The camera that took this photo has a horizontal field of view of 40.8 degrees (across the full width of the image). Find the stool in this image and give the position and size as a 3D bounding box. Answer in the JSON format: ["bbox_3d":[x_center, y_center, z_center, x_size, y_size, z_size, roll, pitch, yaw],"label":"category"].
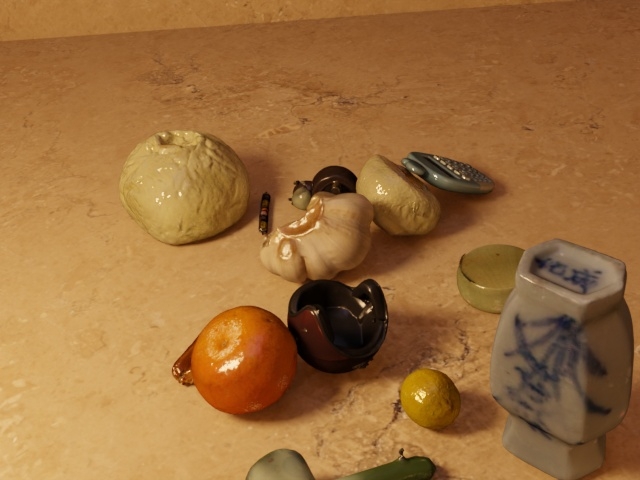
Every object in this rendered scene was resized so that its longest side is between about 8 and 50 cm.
[{"bbox_3d":[0.011,-0.117,2.233,0.217,0.125,0.121,-7,35,14],"label":"stool"}]

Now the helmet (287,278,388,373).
[{"bbox_3d":[0.031,0.170,1.746,0.189,0.193,0.216,-22,49,-33],"label":"helmet"}]

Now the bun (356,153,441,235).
[{"bbox_3d":[0.186,-0.097,2.139,0.243,0.153,0.244,32,19,-13],"label":"bun"}]

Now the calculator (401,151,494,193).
[{"bbox_3d":[0.329,-0.176,2.246,0.302,0.042,0.188,3,29,-36],"label":"calculator"}]

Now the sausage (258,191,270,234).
[{"bbox_3d":[-0.147,-0.074,2.269,0.028,0.025,0.198,-5,35,4],"label":"sausage"}]

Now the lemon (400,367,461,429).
[{"bbox_3d":[0.206,0.296,1.619,0.109,0.109,0.133,-22,27,-23],"label":"lemon"}]

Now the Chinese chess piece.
[{"bbox_3d":[0.400,0.085,1.930,0.188,0.083,0.188,-6,34,4],"label":"Chinese chess piece"}]

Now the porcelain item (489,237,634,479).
[{"bbox_3d":[0.411,0.206,1.463,0.242,0.405,0.178,25,43,36],"label":"porcelain item"}]

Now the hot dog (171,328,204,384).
[{"bbox_3d":[-0.250,0.241,1.808,0.071,0.045,0.165,13,39,21],"label":"hot dog"}]

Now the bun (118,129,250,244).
[{"bbox_3d":[-0.360,-0.158,2.241,0.348,0.227,0.352,7,38,14],"label":"bun"}]

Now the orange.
[{"bbox_3d":[-0.148,0.239,1.691,0.224,0.170,0.224,-21,42,20],"label":"orange"}]

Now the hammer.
[{"bbox_3d":[0.050,0.423,1.467,0.335,0.119,0.206,-12,36,-21],"label":"hammer"}]

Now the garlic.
[{"bbox_3d":[0.014,0.007,2.005,0.281,0.203,0.185,-47,70,3],"label":"garlic"}]
